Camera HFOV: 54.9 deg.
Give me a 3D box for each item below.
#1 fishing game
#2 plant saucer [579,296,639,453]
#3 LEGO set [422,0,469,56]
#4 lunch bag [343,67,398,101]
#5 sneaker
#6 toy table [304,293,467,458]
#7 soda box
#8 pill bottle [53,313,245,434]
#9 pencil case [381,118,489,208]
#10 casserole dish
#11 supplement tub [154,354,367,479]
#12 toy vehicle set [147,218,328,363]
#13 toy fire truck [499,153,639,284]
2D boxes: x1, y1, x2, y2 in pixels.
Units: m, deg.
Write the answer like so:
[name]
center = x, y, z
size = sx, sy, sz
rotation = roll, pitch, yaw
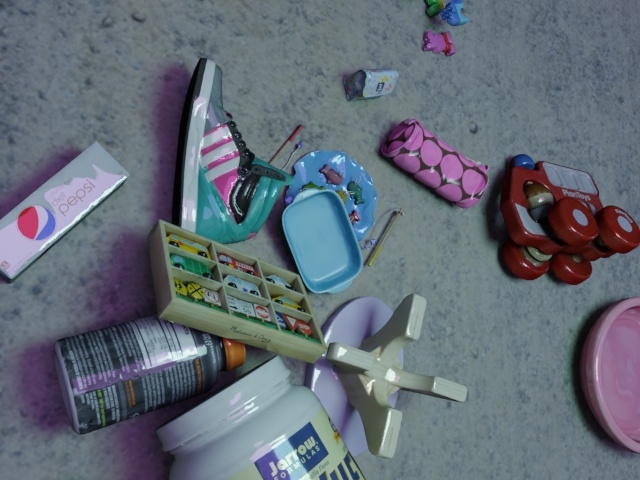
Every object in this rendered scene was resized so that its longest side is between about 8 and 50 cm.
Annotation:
[fishing game]
center = 0.024, -0.075, 1.091
size = 0.264, 0.041, 0.189
rotation = 42, 66, -12
[plant saucer]
center = 0.683, 0.290, 1.344
size = 0.332, 0.084, 0.331
rotation = 5, 80, -27
[LEGO set]
center = 0.219, -0.490, 1.237
size = 0.093, 0.087, 0.227
rotation = -18, 89, -29
[lunch bag]
center = 0.094, -0.290, 1.140
size = 0.071, 0.083, 0.053
rotation = -13, 87, -29
[sneaker]
center = -0.130, -0.129, 0.971
size = 0.179, 0.124, 0.295
rotation = 6, 86, -21
[toy table]
center = 0.093, 0.221, 1.009
size = 0.252, 0.161, 0.274
rotation = 11, 75, -26
[soda box]
center = -0.373, -0.040, 0.861
size = 0.069, 0.074, 0.216
rotation = 47, 64, -13
[pill bottle]
center = -0.233, 0.171, 0.866
size = 0.246, 0.130, 0.130
rotation = -13, 87, -28
[pencil case]
center = 0.223, -0.151, 1.180
size = 0.209, 0.095, 0.098
rotation = 29, 104, -22
[casserole dish]
center = 0.000, 0.000, 1.043
size = 0.114, 0.037, 0.188
rotation = -25, 107, -14
[supplement tub]
center = -0.061, 0.349, 0.849
size = 0.236, 0.235, 0.324
rotation = -28, 84, -28
[toy vehicle set]
center = -0.118, 0.077, 0.894
size = 0.267, 0.035, 0.166
rotation = 25, 27, -37
[toy fire truck]
center = 0.489, -0.060, 1.279
size = 0.302, 0.169, 0.253
rotation = 8, 54, -27
